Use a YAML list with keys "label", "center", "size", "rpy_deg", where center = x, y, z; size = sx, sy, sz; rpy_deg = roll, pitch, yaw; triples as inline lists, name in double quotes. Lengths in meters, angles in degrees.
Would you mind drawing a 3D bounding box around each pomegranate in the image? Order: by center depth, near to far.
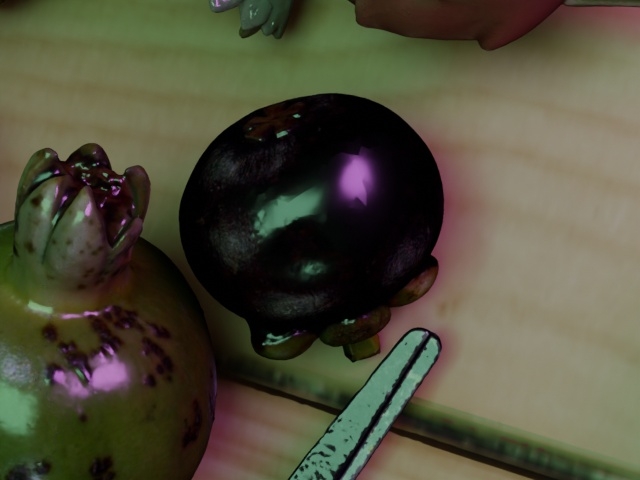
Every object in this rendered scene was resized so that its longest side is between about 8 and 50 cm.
- label: "pomegranate"
  center: [-0.137, 0.048, 0.705]
  size: [0.179, 0.179, 0.210]
  rpy_deg: [8, 101, 21]

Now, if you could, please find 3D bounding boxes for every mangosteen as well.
- label: "mangosteen"
  center: [0.000, 0.000, 0.703]
  size: [0.137, 0.137, 0.151]
  rpy_deg: [-8, 118, 20]

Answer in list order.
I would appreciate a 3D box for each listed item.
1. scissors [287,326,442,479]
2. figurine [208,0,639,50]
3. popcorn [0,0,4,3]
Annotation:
- label: "scissors"
  center: [-0.033, 0.176, 0.726]
  size: [0.160, 0.024, 0.317]
  rpy_deg: [37, 96, 6]
- label: "figurine"
  center: [0.036, -0.188, 0.684]
  size: [0.387, 0.166, 0.207]
  rpy_deg: [14, 126, 19]
- label: "popcorn"
  center: [-0.235, -0.245, 0.768]
  size: [0.206, 0.251, 0.237]
  rpy_deg: [39, 137, 41]
